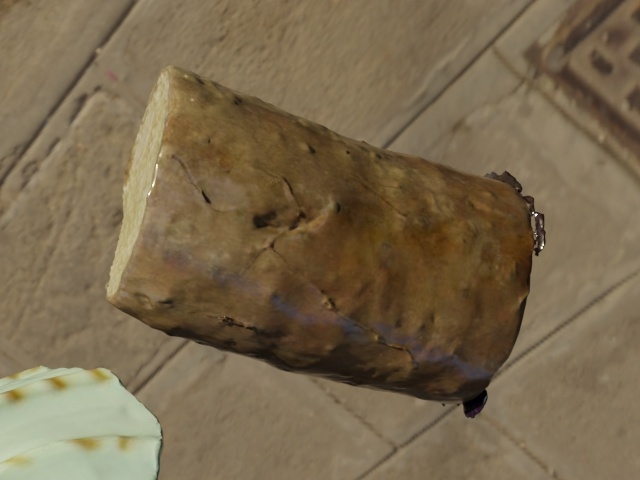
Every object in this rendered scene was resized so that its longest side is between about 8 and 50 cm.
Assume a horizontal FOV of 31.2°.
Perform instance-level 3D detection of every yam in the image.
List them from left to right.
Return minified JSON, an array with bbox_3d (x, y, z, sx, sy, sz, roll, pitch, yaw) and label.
[{"bbox_3d":[-0.001,0.002,0.359,0.127,0.084,0.084,16,127,-21],"label":"yam"}]

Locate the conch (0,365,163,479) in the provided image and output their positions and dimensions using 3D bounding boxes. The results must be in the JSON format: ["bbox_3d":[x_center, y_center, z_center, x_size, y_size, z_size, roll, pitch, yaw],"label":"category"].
[{"bbox_3d":[-0.149,0.220,0.496,0.303,0.215,0.319,49,121,27],"label":"conch"}]
